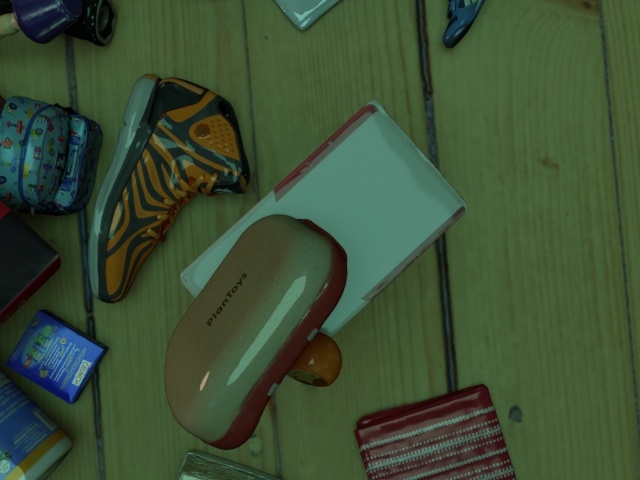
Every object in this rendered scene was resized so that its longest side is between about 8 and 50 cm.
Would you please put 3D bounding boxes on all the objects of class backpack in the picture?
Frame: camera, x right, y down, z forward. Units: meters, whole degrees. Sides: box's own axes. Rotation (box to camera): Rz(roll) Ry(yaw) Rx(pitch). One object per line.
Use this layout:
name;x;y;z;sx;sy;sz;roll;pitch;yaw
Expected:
backpack;-0.372;-0.111;1.298;0.116;0.173;0.158;12;88;1

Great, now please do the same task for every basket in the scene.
basket;-0.124;0.368;1.320;0.167;0.103;0.113;18;90;0

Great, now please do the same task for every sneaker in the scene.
sneaker;0.197;-0.335;1.362;0.059;0.053;0.144;26;80;0
sneaker;-0.196;-0.057;1.320;0.180;0.124;0.321;15;89;2

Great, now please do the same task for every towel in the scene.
towel;0.176;0.352;1.356;0.198;0.031;0.275;-17;90;-2

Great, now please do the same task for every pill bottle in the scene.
pill bottle;-0.476;0.233;1.301;0.272;0.152;0.152;43;89;1

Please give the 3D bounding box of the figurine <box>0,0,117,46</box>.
figurine;-0.379;-0.395;1.353;0.209;0.092;0.215;13;88;5

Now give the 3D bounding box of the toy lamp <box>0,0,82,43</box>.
toy lamp;-0.438;-0.277;1.304;0.274;0.080;0.080;-12;88;25

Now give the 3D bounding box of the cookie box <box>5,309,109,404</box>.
cookie box;-0.364;0.161;1.357;0.107;0.040;0.092;31;89;1

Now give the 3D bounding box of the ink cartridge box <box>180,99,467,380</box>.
ink cartridge box;0.000;0.000;1.191;0.279;0.384;0.160;-44;92;-1

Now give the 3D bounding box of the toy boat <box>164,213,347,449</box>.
toy boat;-0.041;0.099;0.944;0.151;0.151;0.231;35;91;-31

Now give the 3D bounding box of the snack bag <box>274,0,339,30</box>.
snack bag;-0.009;-0.508;1.374;0.323;0.037;0.342;-36;89;-1

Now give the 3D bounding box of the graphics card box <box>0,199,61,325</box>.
graphics card box;-0.526;-0.020;1.172;0.371;0.094;0.233;45;68;-6

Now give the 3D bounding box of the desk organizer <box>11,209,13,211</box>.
desk organizer;-0.484;0.005;1.360;0.130;0.047;0.050;-23;91;0

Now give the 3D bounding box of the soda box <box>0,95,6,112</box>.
soda box;-0.500;-0.088;1.307;0.083;0.092;0.263;7;75;6
